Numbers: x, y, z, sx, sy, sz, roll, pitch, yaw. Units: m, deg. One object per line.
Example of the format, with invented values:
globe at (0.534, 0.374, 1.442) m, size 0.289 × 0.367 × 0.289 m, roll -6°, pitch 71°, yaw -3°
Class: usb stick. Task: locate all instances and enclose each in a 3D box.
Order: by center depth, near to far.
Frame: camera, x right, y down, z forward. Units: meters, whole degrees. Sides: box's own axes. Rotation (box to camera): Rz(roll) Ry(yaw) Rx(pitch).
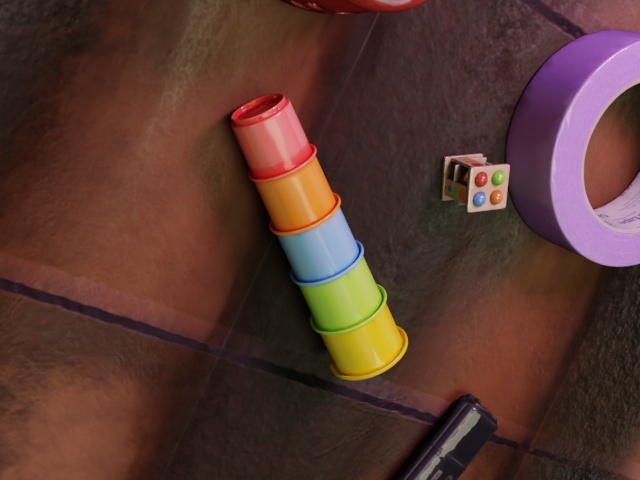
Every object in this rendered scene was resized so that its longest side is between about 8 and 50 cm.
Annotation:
usb stick at (0.121, 0.315, 1.175) m, size 0.278 × 0.045 × 0.077 m, roll -51°, pitch 128°, yaw -3°

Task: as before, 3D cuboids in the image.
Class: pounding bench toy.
pounding bench toy at (0.191, -0.067, 1.063) m, size 0.083 × 0.065 × 0.052 m, roll -7°, pitch 110°, yaw -25°

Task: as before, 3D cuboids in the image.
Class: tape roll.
tape roll at (0.361, -0.111, 1.121) m, size 0.275 × 0.090 × 0.274 m, roll -9°, pitch 112°, yaw -24°

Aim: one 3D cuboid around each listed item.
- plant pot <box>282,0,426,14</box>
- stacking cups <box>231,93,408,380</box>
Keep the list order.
plant pot at (0.036, -0.300, 0.845) m, size 0.191 × 0.174 × 0.191 m, roll -9°, pitch 110°, yaw -26°
stacking cups at (0.000, 0.000, 0.972) m, size 0.096 × 0.096 × 0.316 m, roll -31°, pitch 119°, yaw -14°
